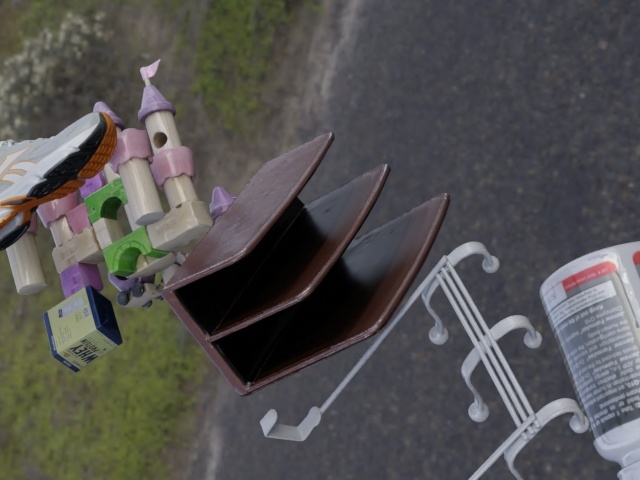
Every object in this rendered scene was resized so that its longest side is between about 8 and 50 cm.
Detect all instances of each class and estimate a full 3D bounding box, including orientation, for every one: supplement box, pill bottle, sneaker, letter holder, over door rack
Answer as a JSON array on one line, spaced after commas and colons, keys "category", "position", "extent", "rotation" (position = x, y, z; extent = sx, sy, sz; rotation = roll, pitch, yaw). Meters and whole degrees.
[{"category": "supplement box", "position": [-0.335, 0.124, 1.756], "extent": [0.083, 0.056, 0.083], "rotation": [-32, 48, 9]}, {"category": "pill bottle", "position": [0.372, 0.158, 1.435], "extent": [0.161, 0.161, 0.283], "rotation": [-49, 52, 55]}, {"category": "sneaker", "position": [-0.382, -0.099, 1.598], "extent": [0.262, 0.099, 0.121], "rotation": [-36, 74, 13]}, {"category": "letter holder", "position": [0.000, 0.000, 1.389], "extent": [0.214, 0.152, 0.302], "rotation": [-26, 18, 33]}, {"category": "over door rack", "position": [0.105, 0.190, 1.275], "extent": [0.324, 0.108, 0.239], "rotation": [-44, 44, 20]}]

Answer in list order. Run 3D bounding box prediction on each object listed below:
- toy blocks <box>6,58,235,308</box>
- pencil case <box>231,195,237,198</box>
[{"category": "toy blocks", "position": [-0.292, -0.079, 1.807], "extent": [0.289, 0.309, 0.260], "rotation": [-29, 70, 24]}, {"category": "pencil case", "position": [-0.161, 0.025, 2.163], "extent": [0.095, 0.098, 0.209], "rotation": [-11, 63, 58]}]
